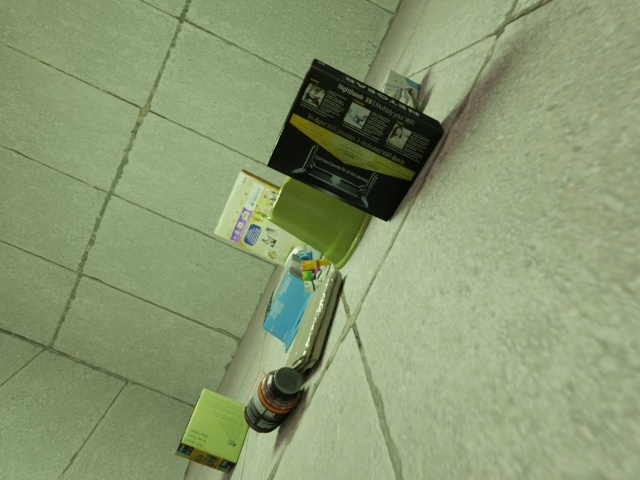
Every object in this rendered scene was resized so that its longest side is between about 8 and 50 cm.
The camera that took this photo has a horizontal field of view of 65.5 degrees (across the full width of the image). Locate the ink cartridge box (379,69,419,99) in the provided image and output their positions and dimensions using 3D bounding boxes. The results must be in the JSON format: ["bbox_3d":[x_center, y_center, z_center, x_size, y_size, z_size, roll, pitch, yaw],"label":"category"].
[{"bbox_3d":[0.222,-0.408,1.450,0.061,0.104,0.181,122,169,-49],"label":"ink cartridge box"}]

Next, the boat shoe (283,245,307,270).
[{"bbox_3d":[-0.109,0.158,2.018,0.096,0.098,0.276,-127,58,-75],"label":"boat shoe"}]

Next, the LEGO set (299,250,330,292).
[{"bbox_3d":[-0.015,0.090,1.643,0.227,0.093,0.086,-114,17,-74],"label":"LEGO set"}]

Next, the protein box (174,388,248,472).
[{"bbox_3d":[-0.370,0.671,1.752,0.136,0.200,0.201,122,169,-45],"label":"protein box"}]

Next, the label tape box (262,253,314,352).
[{"bbox_3d":[-0.114,0.214,1.802,0.333,0.106,0.240,-91,26,-74],"label":"label tape box"}]

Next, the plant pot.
[{"bbox_3d":[-0.008,-0.090,1.457,0.276,0.254,0.276,-156,90,-83],"label":"plant pot"}]

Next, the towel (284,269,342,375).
[{"bbox_3d":[-0.016,0.226,1.312,0.187,0.049,0.282,-53,13,52],"label":"towel"}]

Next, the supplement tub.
[{"bbox_3d":[-0.113,0.391,1.231,0.197,0.106,0.106,-58,10,40],"label":"supplement tub"}]

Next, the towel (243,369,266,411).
[{"bbox_3d":[-0.206,0.510,1.630,0.144,0.029,0.197,-66,10,-8],"label":"towel"}]

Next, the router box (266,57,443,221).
[{"bbox_3d":[0.070,-0.211,1.089,0.242,0.309,0.081,-60,10,30],"label":"router box"}]

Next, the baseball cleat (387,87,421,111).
[{"bbox_3d":[0.212,-0.311,1.340,0.110,0.072,0.205,2,87,45],"label":"baseball cleat"}]

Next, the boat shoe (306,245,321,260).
[{"bbox_3d":[0.000,0.000,1.895,0.083,0.065,0.183,5,-91,-55],"label":"boat shoe"}]

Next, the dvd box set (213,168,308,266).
[{"bbox_3d":[-0.198,-0.074,2.093,0.062,0.421,0.307,-76,12,-68],"label":"dvd box set"}]
